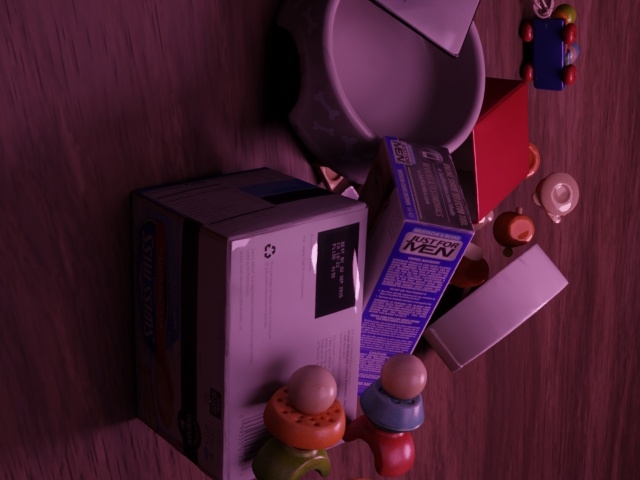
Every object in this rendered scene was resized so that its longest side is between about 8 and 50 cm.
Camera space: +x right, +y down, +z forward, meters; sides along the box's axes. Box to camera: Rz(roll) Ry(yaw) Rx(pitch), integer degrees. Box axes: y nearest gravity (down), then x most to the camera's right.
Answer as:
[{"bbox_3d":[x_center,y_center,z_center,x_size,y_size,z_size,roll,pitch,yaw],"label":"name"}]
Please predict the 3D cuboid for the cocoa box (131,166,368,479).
[{"bbox_3d":[-0.099,0.103,1.384,0.231,0.228,0.347,-14,116,-38],"label":"cocoa box"}]

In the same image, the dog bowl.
[{"bbox_3d":[0.100,-0.258,1.514,0.349,0.102,0.348,5,82,-35],"label":"dog bowl"}]

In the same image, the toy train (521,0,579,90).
[{"bbox_3d":[0.475,-0.440,2.078,0.143,0.105,0.248,-48,139,-46],"label":"toy train"}]

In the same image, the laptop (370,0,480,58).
[{"bbox_3d":[0.149,-0.532,1.373,0.408,0.236,0.382,31,69,-21],"label":"laptop"}]

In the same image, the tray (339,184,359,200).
[{"bbox_3d":[-0.026,0.044,1.591,0.270,0.030,0.145,-43,132,-9],"label":"tray"}]

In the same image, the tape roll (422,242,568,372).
[{"bbox_3d":[0.331,0.130,1.978,0.286,0.100,0.286,-37,173,-5],"label":"tape roll"}]

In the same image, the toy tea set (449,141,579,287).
[{"bbox_3d":[0.337,-0.058,2.041,0.336,0.124,0.200,-42,102,-11],"label":"toy tea set"}]

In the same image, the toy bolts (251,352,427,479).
[{"bbox_3d":[0.063,0.239,1.285,0.228,0.218,0.158,-16,131,-46],"label":"toy bolts"}]

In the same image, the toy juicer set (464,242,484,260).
[{"bbox_3d":[0.138,0.075,1.852,0.329,0.089,0.209,-51,127,-15],"label":"toy juicer set"}]

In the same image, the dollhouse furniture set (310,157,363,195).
[{"bbox_3d":[0.099,-0.106,1.655,0.144,0.123,0.151,-49,127,-30],"label":"dollhouse furniture set"}]

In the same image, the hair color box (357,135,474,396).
[{"bbox_3d":[0.091,0.045,1.458,0.110,0.185,0.339,11,129,-16],"label":"hair color box"}]

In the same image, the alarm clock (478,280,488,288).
[{"bbox_3d":[0.348,0.163,2.183,0.192,0.064,0.129,-48,138,-34],"label":"alarm clock"}]

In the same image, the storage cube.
[{"bbox_3d":[0.236,-0.168,1.789,0.193,0.184,0.215,-40,133,-40],"label":"storage cube"}]
